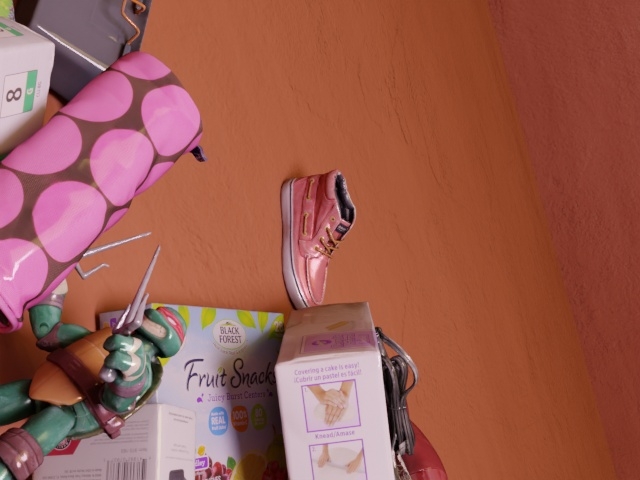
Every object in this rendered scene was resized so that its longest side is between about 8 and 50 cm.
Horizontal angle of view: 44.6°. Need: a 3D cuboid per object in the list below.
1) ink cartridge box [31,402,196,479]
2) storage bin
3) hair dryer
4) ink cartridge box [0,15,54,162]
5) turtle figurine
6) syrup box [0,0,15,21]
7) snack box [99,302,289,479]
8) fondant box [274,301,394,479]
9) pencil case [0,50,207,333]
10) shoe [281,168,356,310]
[{"bbox_3d":[-0.156,0.204,0.584,0.063,0.109,0.151,45,40,-65],"label":"ink cartridge box"},{"bbox_3d":[-0.211,-0.191,0.682,0.091,0.098,0.135,31,52,-39],"label":"storage bin"},{"bbox_3d":[0.107,0.225,0.948,0.293,0.080,0.224,109,-28,-74],"label":"hair dryer"},{"bbox_3d":[-0.261,-0.030,0.458,0.224,0.056,0.181,-42,155,-60],"label":"ink cartridge box"},{"bbox_3d":[-0.168,0.086,0.530,0.234,0.175,0.118,-38,121,-32],"label":"turtle figurine"},{"bbox_3d":[-0.291,-0.230,0.544,0.093,0.096,0.237,3,77,-61],"label":"syrup box"},{"bbox_3d":[-0.108,0.153,0.735,0.207,0.070,0.175,16,65,-59],"label":"snack box"},{"bbox_3d":[0.027,0.246,0.775,0.238,0.096,0.331,-81,163,-84],"label":"fondant box"},{"bbox_3d":[-0.166,-0.033,0.521,0.095,0.098,0.209,47,53,-11],"label":"pencil case"},{"bbox_3d":[0.000,0.000,0.975,0.063,0.081,0.178,18,63,-57],"label":"shoe"}]
